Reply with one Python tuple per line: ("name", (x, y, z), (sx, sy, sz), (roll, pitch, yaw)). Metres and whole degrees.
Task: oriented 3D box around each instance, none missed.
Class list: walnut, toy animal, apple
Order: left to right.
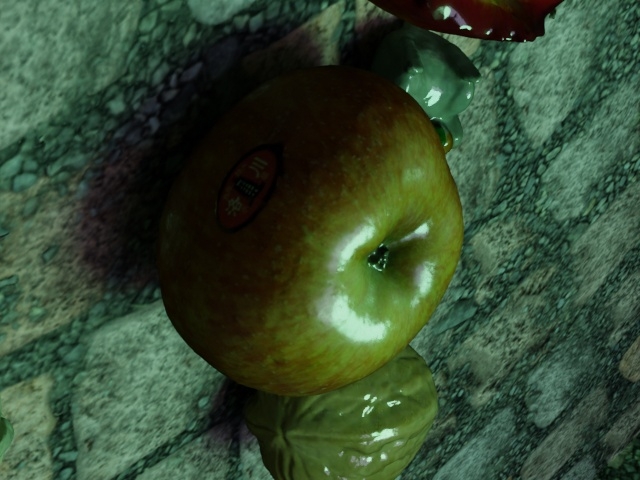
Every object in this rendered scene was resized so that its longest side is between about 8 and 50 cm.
("apple", (0.000, 0.000, 1.306), (0.277, 0.250, 0.309), (16, 112, -30))
("walnut", (0.021, 0.199, 1.655), (0.228, 0.228, 0.228), (-34, 147, -26))
("toy animal", (0.088, -0.110, 1.472), (0.108, 0.138, 0.236), (-1, 136, -18))

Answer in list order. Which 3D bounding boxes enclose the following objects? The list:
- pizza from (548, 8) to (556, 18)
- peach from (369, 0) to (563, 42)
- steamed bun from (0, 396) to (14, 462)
("pizza", (0.269, -0.357, 1.491), (0.287, 0.075, 0.280), (-40, 146, -14))
("peach", (0.108, -0.347, 1.038), (0.335, 0.310, 0.406), (-38, 156, -12))
("steamed bun", (-0.371, 0.198, 1.111), (0.275, 0.206, 0.320), (-53, 147, 8))
